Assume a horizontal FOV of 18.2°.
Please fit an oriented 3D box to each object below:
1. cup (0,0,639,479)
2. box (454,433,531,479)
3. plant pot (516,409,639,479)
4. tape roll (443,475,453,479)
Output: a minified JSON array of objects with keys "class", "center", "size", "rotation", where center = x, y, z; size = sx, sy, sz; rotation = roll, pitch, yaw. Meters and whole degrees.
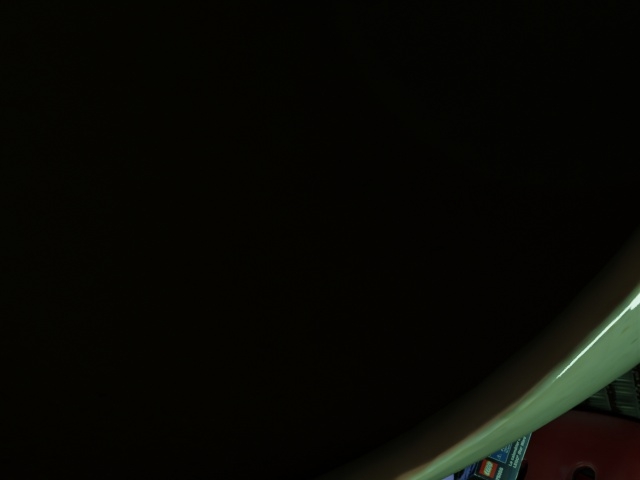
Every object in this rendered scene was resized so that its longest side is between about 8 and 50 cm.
[{"class":"cup","center":[0.015,-0.101,0.471],"size":[0.331,0.331,0.237],"rotation":[9,-177,34]},{"class":"box","center":[0.102,0.116,1.224],"size":[0.027,0.094,0.137],"rotation":[23,161,-4]},{"class":"plant pot","center":[0.193,0.226,1.307],"size":[0.191,0.174,0.191],"rotation":[19,163,6]},{"class":"tape roll","center":[-0.063,0.133,1.192],"size":[0.274,0.275,0.090],"rotation":[16,-158,17]}]
